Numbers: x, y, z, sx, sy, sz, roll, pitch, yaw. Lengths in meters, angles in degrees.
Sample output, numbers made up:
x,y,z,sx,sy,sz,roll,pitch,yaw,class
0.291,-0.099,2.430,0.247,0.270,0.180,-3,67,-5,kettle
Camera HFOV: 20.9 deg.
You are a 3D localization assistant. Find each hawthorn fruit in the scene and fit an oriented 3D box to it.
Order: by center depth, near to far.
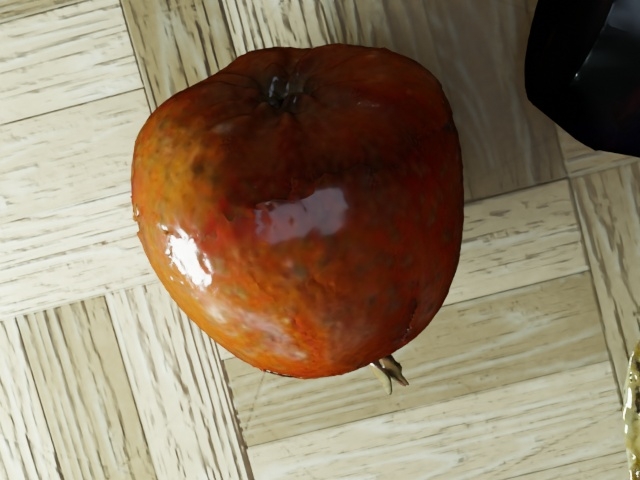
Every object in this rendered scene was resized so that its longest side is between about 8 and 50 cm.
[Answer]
x,y,z,sx,sy,sz,roll,pitch,yaw,class
0.000,0.000,1.393,0.276,0.276,0.307,-18,113,6,hawthorn fruit

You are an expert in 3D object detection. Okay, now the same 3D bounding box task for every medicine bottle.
x,y,z,sx,sy,sz,roll,pitch,yaw,class
0.378,-0.154,1.359,0.395,0.242,0.242,13,101,-12,medicine bottle

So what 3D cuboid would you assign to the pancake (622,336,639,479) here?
x,y,z,sx,sy,sz,roll,pitch,yaw,class
0.441,0.154,1.478,0.387,0.082,0.387,0,100,-2,pancake
